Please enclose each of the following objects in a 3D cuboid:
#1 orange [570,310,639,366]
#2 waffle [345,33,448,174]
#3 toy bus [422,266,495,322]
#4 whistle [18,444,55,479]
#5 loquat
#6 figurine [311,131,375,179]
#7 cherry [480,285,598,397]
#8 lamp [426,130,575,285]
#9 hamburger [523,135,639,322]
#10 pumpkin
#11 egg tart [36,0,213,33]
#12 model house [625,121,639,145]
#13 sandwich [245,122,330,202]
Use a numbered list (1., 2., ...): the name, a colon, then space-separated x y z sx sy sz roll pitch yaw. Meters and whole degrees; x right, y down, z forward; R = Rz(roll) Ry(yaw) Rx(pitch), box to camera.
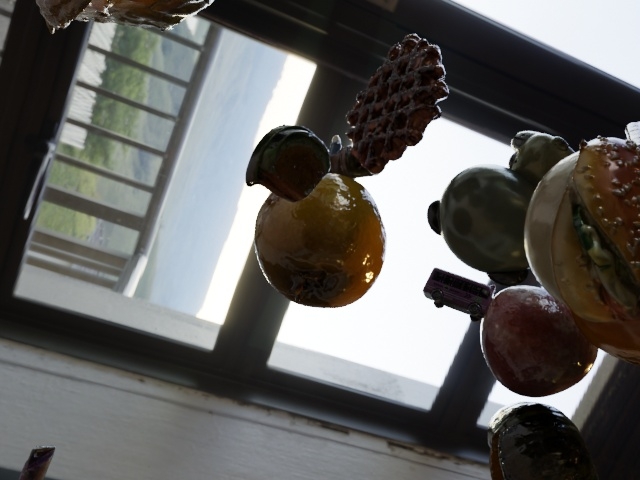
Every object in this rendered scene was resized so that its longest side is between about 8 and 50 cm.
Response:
1. orange: 0.611 0.085 1.032 0.312 0.312 0.312 -161 -90 -77
2. waffle: 0.121 -0.218 0.920 0.221 0.056 0.234 -51 -150 26
3. toy bus: 0.363 0.139 1.474 0.098 0.178 0.087 -63 156 -14
4. whistle: -0.424 0.373 0.803 0.033 0.033 0.176 -167 -81 -77
5. loquat: 0.000 0.000 0.851 0.208 0.208 0.208 -161 -90 -77
6. figurine: 0.012 -0.148 1.089 0.108 0.196 0.114 -72 149 -55
7. cherry: 0.483 0.231 1.257 0.236 0.285 0.213 -35 -162 -6
8. lamp: 0.309 -0.059 0.930 0.244 0.198 0.198 -47 -166 0
9. hamburger: 0.352 -0.013 0.689 0.147 0.237 0.236 0 -110 57
10. pumpkin: 0.484 0.510 1.250 0.320 0.192 0.320 -12 90 -87
11. egg tart: -0.149 -0.337 0.599 0.352 0.150 0.351 -31 -142 28
12. model house: 0.568 -0.140 0.776 0.202 0.238 0.236 -46 158 -53
13. sandwich: -0.024 -0.071 0.521 0.026 0.101 0.069 11 -93 35
